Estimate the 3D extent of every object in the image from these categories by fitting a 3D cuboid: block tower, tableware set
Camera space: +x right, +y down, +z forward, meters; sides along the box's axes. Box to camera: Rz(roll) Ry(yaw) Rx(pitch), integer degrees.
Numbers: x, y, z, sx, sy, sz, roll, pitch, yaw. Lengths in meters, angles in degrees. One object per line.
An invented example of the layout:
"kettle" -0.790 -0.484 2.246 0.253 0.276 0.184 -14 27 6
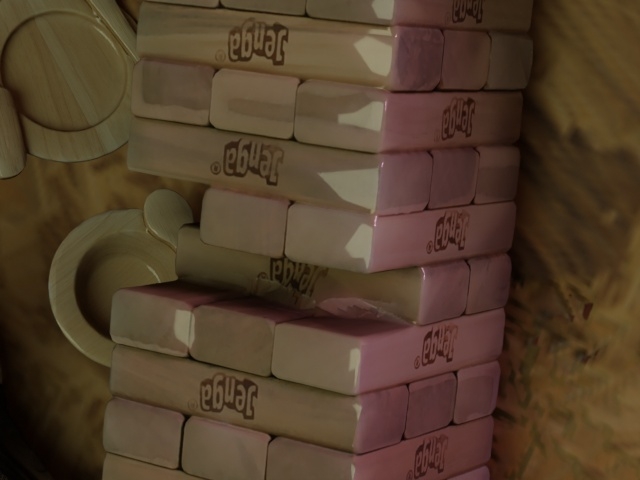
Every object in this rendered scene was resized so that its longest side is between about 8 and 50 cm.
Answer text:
"block tower" 0.000 0.000 0.576 0.097 0.091 0.335 11 99 32
"tableware set" -0.112 -0.011 0.626 0.141 0.169 0.020 69 157 8

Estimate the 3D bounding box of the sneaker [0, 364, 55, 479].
"sneaker" -0.138 0.118 0.659 0.101 0.153 0.268 -44 82 27
